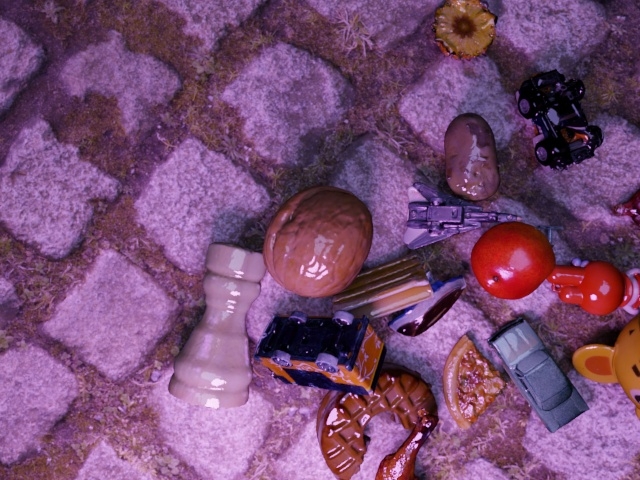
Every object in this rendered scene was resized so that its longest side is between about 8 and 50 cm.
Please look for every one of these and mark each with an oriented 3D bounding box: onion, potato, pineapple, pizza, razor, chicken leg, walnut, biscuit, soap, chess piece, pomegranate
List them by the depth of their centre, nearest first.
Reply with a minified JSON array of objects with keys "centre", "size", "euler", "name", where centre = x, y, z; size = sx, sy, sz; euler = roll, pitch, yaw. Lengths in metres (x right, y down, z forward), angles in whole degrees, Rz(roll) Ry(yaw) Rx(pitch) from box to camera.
[{"centre":[0.233,0.646,1.216],"size":[0.158,0.096,0.406],"euler":[-1,109,-22],"name":"chicken leg"},{"centre":[0.000,0.000,1.236],"size":[0.333,0.333,0.332],"euler":[0,87,3],"name":"walnut"},{"centre":[0.148,0.487,1.252],"size":[0.366,0.115,0.268],"euler":[-33,105,-10],"name":"biscuit"},{"centre":[0.551,0.049,1.260],"size":[0.257,0.221,0.220],"euler":[-19,85,-30],"name":"pomegranate"},{"centre":[0.171,0.142,1.272],"size":[0.274,0.173,0.089],"euler":[-21,112,8],"name":"soap"},{"centre":[0.965,-0.094,1.276],"size":[0.199,0.135,0.173],"euler":[-5,84,4],"name":"onion"},{"centre":[-0.277,0.235,1.289],"size":[0.234,0.234,0.441],"euler":[12,83,3],"name":"chess piece"},{"centre":[0.442,-0.241,1.295],"size":[0.165,0.165,0.262],"euler":[-3,84,3],"name":"potato"},{"centre":[0.462,0.423,1.310],"size":[0.197,0.058,0.291],"euler":[6,87,2],"name":"pizza"},{"centre":[0.689,0.023,1.336],"size":[0.068,0.040,0.134],"euler":[2,94,4],"name":"razor"},{"centre":[0.437,-0.643,1.362],"size":[0.225,0.076,0.224],"euler":[0,86,0],"name":"pineapple"}]

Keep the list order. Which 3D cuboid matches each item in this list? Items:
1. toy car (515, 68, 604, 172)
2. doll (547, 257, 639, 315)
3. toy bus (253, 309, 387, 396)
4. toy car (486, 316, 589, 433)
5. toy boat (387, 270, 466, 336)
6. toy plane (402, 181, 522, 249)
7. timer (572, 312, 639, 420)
[{"centre":[0.700,-0.359,1.314],"size":[0.193,0.118,0.301],"euler":[-20,85,-7],"name":"toy car"},{"centre":[0.799,0.135,1.276],"size":[0.291,0.130,0.160],"euler":[5,90,9],"name":"doll"},{"centre":[0.000,0.303,1.201],"size":[0.324,0.194,0.161],"euler":[-7,45,37],"name":"toy bus"},{"centre":[0.633,0.386,1.283],"size":[0.141,0.097,0.320],"euler":[-34,86,0],"name":"toy car"},{"centre":[0.308,0.179,1.314],"size":[0.262,0.114,0.115],"euler":[-45,49,0],"name":"toy boat"},{"centre":[0.393,-0.067,1.250],"size":[0.316,0.103,0.204],"euler":[3,86,34],"name":"toy plane"},{"centre":[0.942,0.359,1.175],"size":[0.376,0.376,0.387],"euler":[42,131,4],"name":"timer"}]
